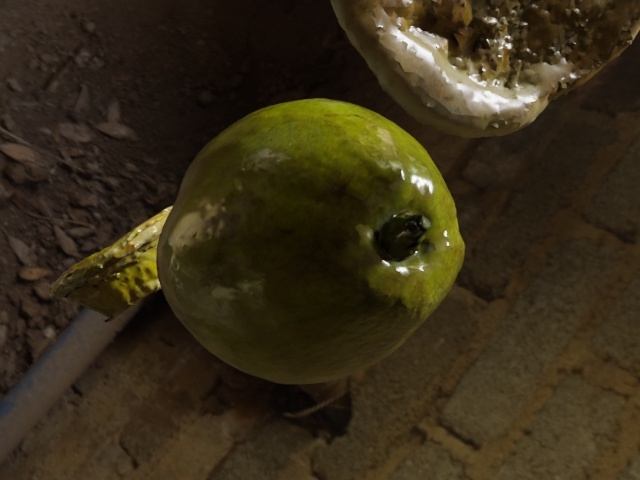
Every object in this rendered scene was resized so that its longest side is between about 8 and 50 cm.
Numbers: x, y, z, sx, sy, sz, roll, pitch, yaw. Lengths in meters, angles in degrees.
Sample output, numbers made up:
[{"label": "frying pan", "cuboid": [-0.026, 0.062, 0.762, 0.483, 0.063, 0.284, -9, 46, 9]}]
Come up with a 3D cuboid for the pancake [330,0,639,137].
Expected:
[{"label": "pancake", "cuboid": [0.131, -0.207, 0.579, 0.282, 0.049, 0.283, -9, 114, -20]}]

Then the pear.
[{"label": "pear", "cuboid": [0.000, 0.000, 0.802, 0.287, 0.375, 0.287, 2, 85, -28]}]

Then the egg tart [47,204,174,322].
[{"label": "egg tart", "cuboid": [-0.314, 0.045, 1.411, 0.315, 0.315, 0.120, -33, 93, -25]}]
